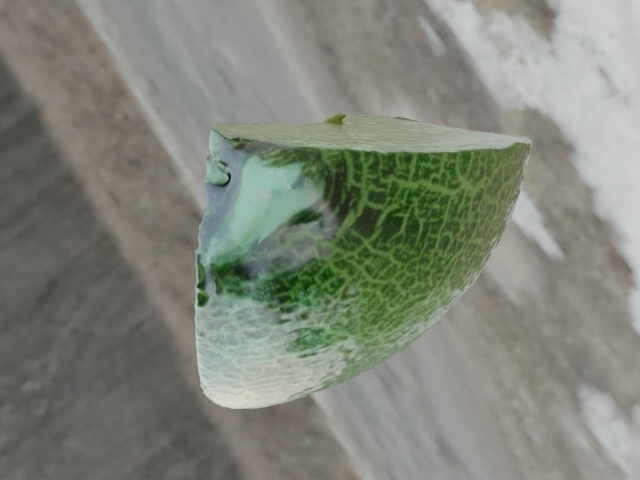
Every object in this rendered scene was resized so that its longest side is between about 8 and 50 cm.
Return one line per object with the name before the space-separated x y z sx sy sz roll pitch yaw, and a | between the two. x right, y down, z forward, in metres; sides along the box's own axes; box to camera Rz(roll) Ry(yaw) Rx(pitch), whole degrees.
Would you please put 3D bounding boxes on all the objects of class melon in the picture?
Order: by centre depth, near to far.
melon | 0.000 0.000 1.398 0.226 0.331 0.343 58 -166 -2
